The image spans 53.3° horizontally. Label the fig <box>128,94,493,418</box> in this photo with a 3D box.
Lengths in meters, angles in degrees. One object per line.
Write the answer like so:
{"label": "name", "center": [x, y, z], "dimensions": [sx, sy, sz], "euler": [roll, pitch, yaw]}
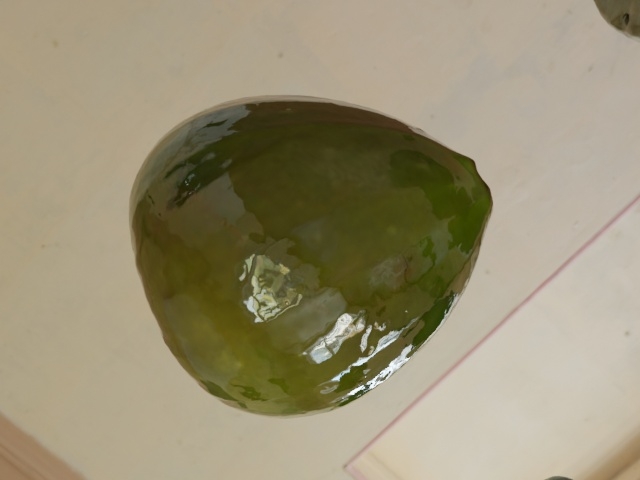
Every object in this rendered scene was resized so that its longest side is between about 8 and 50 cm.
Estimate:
{"label": "fig", "center": [0.000, 0.000, 0.584], "dimensions": [0.316, 0.316, 0.316], "euler": [43, -170, -9]}

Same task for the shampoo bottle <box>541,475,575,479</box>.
{"label": "shampoo bottle", "center": [0.547, 0.637, 1.378], "dimensions": [0.151, 0.222, 0.350], "euler": [31, 159, 52]}

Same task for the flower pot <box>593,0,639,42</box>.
{"label": "flower pot", "center": [0.435, -0.267, 0.543], "dimensions": [0.329, 0.294, 0.294], "euler": [1, -154, -16]}
